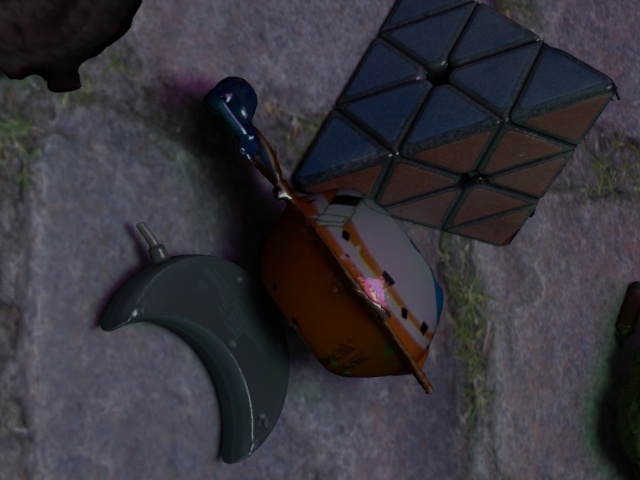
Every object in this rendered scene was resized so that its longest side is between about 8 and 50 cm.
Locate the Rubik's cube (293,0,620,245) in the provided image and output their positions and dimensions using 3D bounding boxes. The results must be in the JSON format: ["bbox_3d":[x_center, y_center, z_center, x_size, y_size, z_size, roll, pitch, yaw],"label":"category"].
[{"bbox_3d":[0.139,-0.117,1.307,0.233,0.228,0.229,28,105,2],"label":"Rubik's cube"}]

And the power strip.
[{"bbox_3d":[-0.102,0.078,1.126,0.216,0.044,0.137,53,53,-23],"label":"power strip"}]

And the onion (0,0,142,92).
[{"bbox_3d":[-0.233,-0.270,0.928,0.314,0.280,0.146,44,43,-29],"label":"onion"}]

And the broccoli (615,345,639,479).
[{"bbox_3d":[0.465,0.181,1.523,0.254,0.186,0.302,46,72,-1],"label":"broccoli"}]

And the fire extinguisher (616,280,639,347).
[{"bbox_3d":[0.373,0.089,1.568,0.083,0.022,0.028,-64,154,-28],"label":"fire extinguisher"}]

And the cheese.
[{"bbox_3d":[0.000,0.000,1.156,0.129,0.217,0.329,-36,93,-2],"label":"cheese"}]
